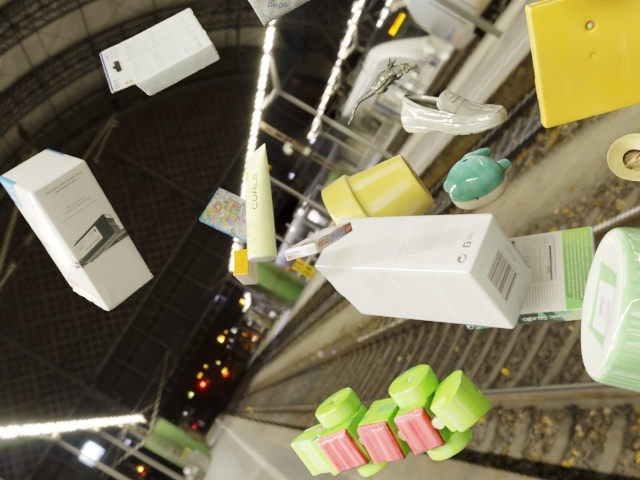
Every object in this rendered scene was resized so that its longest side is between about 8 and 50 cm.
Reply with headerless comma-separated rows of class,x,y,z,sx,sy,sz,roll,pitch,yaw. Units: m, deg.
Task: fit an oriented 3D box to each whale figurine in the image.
whale figurine,0.464,-0.213,2.226,0.216,0.141,0.272,-20,30,25

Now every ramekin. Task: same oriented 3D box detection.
ramekin,0.554,0.119,1.265,0.303,0.148,0.303,8,-90,-82

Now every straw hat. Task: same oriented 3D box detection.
straw hat,0.842,-0.208,1.970,0.144,0.145,0.061,-60,-31,-6

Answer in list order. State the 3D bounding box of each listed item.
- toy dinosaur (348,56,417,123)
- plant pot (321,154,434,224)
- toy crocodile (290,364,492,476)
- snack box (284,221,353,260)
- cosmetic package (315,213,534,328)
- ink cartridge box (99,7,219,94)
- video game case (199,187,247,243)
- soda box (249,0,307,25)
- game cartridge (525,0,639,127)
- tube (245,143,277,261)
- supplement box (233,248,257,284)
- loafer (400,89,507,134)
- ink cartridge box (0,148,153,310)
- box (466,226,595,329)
toy dinosaur,0.170,-0.436,2.053,0.268,0.064,0.118,-39,13,42
plant pot,0.170,-0.105,2.038,0.239,0.254,0.254,-36,7,13
toy crocodile,0.086,0.259,1.005,0.341,0.115,0.105,-27,7,37
snack box,0.000,0.000,1.383,0.064,0.022,0.178,-16,6,26
cosmetic package,0.237,0.069,1.748,0.454,0.230,0.161,0,54,44
ink cartridge box,-0.340,-0.385,1.543,0.224,0.045,0.223,-27,41,-3
video game case,-0.260,-0.075,2.194,0.119,0.166,0.015,-60,-13,-19
soda box,-0.079,-0.423,1.044,0.098,0.091,0.286,-27,42,10
game cartridge,0.679,-0.470,1.859,0.052,0.286,0.323,-94,-11,-60
tube,-0.131,-0.076,1.553,0.062,0.070,0.240,33,-130,-68
supplement box,-0.176,0.063,1.737,0.098,0.036,0.062,63,-157,-71
loafer,0.353,-0.353,2.011,0.112,0.320,0.111,-37,-58,-42
ink cartridge box,-0.668,-0.032,2.027,0.166,0.394,0.286,-39,34,-25
box,0.520,0.095,1.838,0.058,0.322,0.232,49,-140,-46
